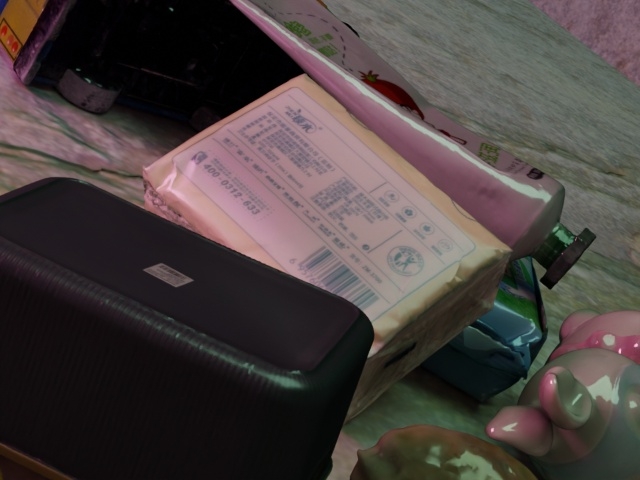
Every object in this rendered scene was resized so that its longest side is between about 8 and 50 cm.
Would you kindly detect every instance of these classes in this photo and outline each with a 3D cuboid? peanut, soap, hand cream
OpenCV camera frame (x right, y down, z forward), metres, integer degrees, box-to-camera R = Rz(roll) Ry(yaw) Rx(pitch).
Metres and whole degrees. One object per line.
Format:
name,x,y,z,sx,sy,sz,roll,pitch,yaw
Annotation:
peanut,0.107,0.173,0.706,0.214,0.099,0.099,36,20,12
soap,0.091,0.018,1.058,0.156,0.077,0.293,31,21,-8
hand cream,0.062,-0.094,1.014,0.336,0.076,0.121,43,24,8

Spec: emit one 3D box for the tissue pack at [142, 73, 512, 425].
tissue pack,0.000,0.000,0.868,0.148,0.092,0.196,-34,65,-29

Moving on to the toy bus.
toy bus,-0.127,-0.188,1.110,0.287,0.138,0.175,12,30,-46

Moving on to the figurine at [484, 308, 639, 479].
figurine,0.194,0.130,0.900,0.155,0.127,0.235,63,24,3

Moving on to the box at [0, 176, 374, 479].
box,-0.082,0.051,0.641,0.201,0.090,0.144,24,18,10

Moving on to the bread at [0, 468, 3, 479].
bread,-0.196,0.077,0.282,0.315,0.211,0.270,23,21,-36
